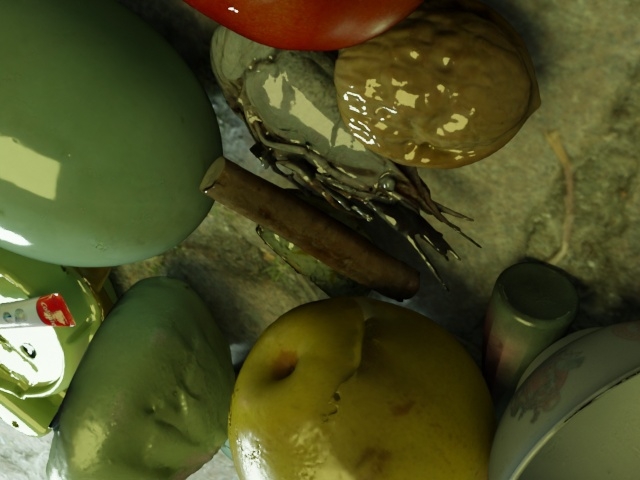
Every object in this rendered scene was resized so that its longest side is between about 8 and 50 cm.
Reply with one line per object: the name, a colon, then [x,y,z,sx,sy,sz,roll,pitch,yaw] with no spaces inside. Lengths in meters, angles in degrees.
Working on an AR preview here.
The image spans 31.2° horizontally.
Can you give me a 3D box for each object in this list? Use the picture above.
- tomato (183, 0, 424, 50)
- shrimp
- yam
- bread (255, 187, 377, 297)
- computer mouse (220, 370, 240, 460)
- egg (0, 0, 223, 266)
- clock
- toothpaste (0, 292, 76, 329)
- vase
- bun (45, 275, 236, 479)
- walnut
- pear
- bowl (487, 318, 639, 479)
tomato: [-0.029,-0.292,0.900,0.299,0.298,0.226,55,154,-16]
shrimp: [0.019,-0.087,1.123,0.343,0.116,0.145,44,135,4]
yam: [-0.002,-0.006,1.141,0.264,0.046,0.046,29,139,-26]
bread: [0.000,0.000,1.219,0.157,0.094,0.083,41,90,-13]
computer mouse: [-0.049,0.242,1.431,0.288,0.097,0.160,-9,121,35]
egg: [-0.280,-0.126,1.160,0.388,0.276,0.276,27,134,3]
clock: [-0.401,0.086,1.508,0.286,0.117,0.348,40,134,-2]
toothpaste: [-0.380,0.092,1.402,0.190,0.031,0.048,-7,116,31]
vase: [0.201,0.123,1.202,0.086,0.086,0.214,24,137,13]
bun: [-0.191,0.201,1.364,0.187,0.293,0.293,25,133,6]
walnut: [0.102,-0.139,1.003,0.184,0.155,0.155,10,129,7]
pear: [0.060,0.208,1.202,0.284,0.285,0.336,0,159,31]
bowl: [0.284,0.186,1.105,0.157,0.345,0.346,-122,23,-50]
